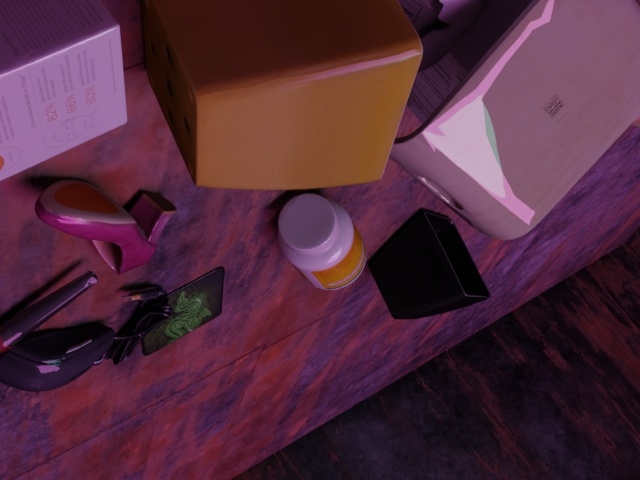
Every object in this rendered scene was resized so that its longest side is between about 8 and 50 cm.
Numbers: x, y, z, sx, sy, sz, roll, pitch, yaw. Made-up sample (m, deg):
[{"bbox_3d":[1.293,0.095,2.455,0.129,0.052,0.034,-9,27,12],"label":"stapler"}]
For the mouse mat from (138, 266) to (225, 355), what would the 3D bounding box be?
[{"bbox_3d":[-0.221,0.117,1.476,0.153,0.007,0.189,-29,160,-21],"label":"mouse mat"}]

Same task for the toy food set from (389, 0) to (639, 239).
[{"bbox_3d":[0.225,-0.163,0.992,0.306,0.092,0.220,-49,129,7],"label":"toy food set"}]

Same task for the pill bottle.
[{"bbox_3d":[0.000,0.000,1.420,0.118,0.117,0.208,-37,160,0],"label":"pill bottle"}]

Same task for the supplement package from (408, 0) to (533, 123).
[{"bbox_3d":[0.251,-0.223,1.214,0.199,0.198,0.262,-34,160,-7],"label":"supplement package"}]

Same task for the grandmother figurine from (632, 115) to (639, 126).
[{"bbox_3d":[0.579,-0.293,1.784,0.342,0.104,0.207,6,107,-58],"label":"grandmother figurine"}]

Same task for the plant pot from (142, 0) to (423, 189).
[{"bbox_3d":[-0.054,-0.166,0.853,0.187,0.212,0.212,-19,156,-16],"label":"plant pot"}]

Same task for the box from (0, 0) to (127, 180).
[{"bbox_3d":[-0.254,-0.129,0.736,0.171,0.091,0.130,-29,159,-22],"label":"box"}]

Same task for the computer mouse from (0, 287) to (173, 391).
[{"bbox_3d":[-0.317,0.143,1.285,0.184,0.060,0.262,-45,158,26],"label":"computer mouse"}]

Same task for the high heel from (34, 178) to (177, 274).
[{"bbox_3d":[-0.258,-0.003,1.035,0.117,0.082,0.244,-52,170,13],"label":"high heel"}]

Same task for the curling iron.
[{"bbox_3d":[-0.391,0.121,1.155,0.274,0.035,0.068,-39,165,8],"label":"curling iron"}]

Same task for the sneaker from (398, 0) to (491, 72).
[{"bbox_3d":[0.109,-0.265,0.901,0.210,0.137,0.366,-49,173,32],"label":"sneaker"}]

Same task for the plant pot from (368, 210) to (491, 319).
[{"bbox_3d":[0.211,0.069,1.859,0.167,0.188,0.187,-32,163,20],"label":"plant pot"}]
